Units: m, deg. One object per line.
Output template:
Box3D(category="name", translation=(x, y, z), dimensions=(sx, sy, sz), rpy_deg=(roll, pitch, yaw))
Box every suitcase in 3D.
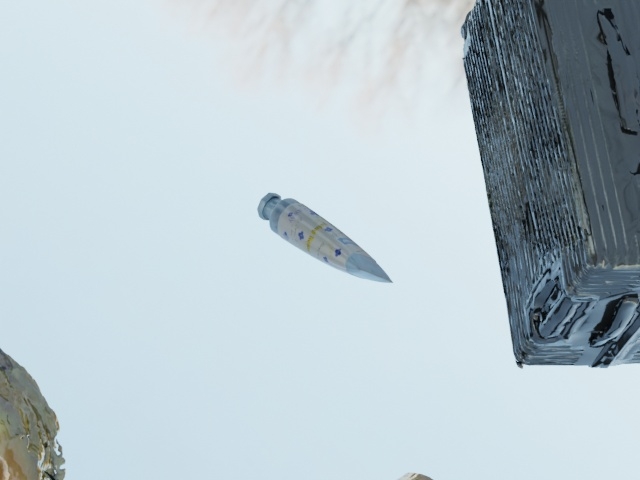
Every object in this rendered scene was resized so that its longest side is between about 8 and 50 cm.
Box3D(category="suitcase", translation=(0.221, -0.087, 1.459), dimensions=(0.152, 0.229, 0.335), rpy_deg=(-4, -114, -10))

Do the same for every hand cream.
Box3D(category="hand cream", translation=(0.000, 0.000, 1.965), dimensions=(0.171, 0.043, 0.065), rpy_deg=(35, -172, 35))

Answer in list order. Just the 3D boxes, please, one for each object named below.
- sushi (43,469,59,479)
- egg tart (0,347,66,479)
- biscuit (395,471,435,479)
Box3D(category="sushi", translation=(-0.241, 0.293, 1.883), dimensions=(0.120, 0.026, 0.126), rpy_deg=(59, 162, -17))
Box3D(category="egg tart", translation=(-0.404, 0.266, 1.964), dimensions=(0.352, 0.352, 0.150), rpy_deg=(19, 173, -37))
Box3D(category="biscuit", translation=(0.200, 0.396, 1.730), dimensions=(0.385, 0.062, 0.365), rpy_deg=(25, 142, 47))
